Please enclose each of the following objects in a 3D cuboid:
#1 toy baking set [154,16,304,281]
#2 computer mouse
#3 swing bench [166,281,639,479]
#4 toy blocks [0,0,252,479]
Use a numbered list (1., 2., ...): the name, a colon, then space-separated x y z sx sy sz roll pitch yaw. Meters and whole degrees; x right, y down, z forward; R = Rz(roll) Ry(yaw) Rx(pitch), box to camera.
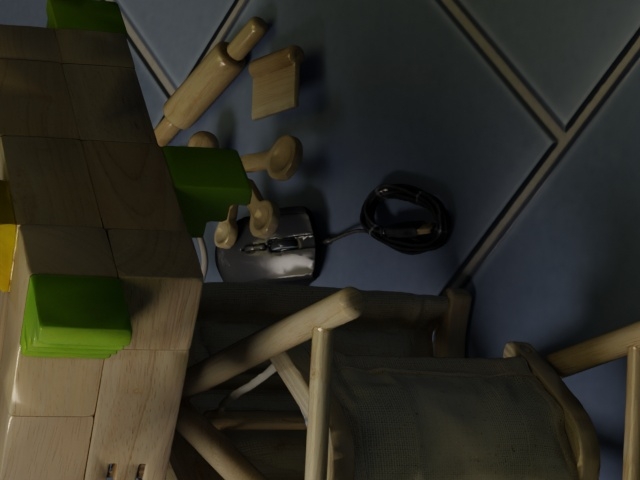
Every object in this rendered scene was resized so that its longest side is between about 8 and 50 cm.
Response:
1. toy baking set: -0.094 -0.055 1.546 0.256 0.030 0.196 -41 43 37
2. computer mouse: 0.000 0.000 1.473 0.242 0.041 0.071 -14 76 44
3. swing bench: 0.049 0.110 1.229 0.255 0.253 0.165 3 90 59
4. toy blocks: -0.166 0.048 1.201 0.381 0.191 0.261 -112 30 -53
